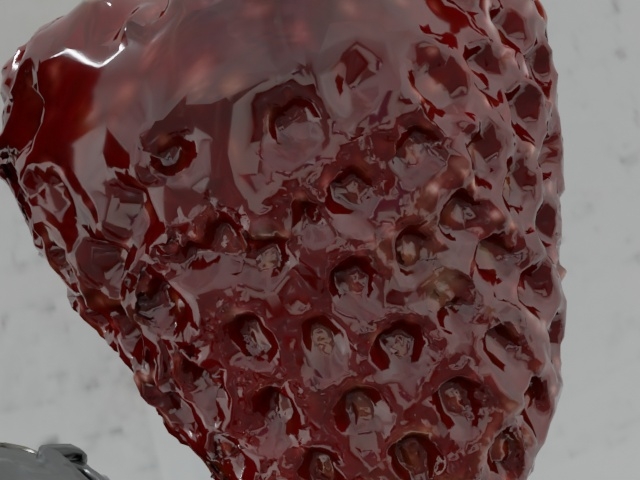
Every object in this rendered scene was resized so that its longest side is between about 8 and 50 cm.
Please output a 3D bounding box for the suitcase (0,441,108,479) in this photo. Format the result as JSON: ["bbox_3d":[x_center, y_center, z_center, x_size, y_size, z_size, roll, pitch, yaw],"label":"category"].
[{"bbox_3d":[-0.293,0.239,1.190,0.434,0.283,0.194,1,-72,-40],"label":"suitcase"}]

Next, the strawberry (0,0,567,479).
[{"bbox_3d":[0.000,0.000,1.062,0.317,0.345,0.295,-9,-30,-19],"label":"strawberry"}]

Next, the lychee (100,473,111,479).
[{"bbox_3d":[-0.278,0.386,1.760,0.380,0.432,0.380,-34,-8,-5],"label":"lychee"}]
